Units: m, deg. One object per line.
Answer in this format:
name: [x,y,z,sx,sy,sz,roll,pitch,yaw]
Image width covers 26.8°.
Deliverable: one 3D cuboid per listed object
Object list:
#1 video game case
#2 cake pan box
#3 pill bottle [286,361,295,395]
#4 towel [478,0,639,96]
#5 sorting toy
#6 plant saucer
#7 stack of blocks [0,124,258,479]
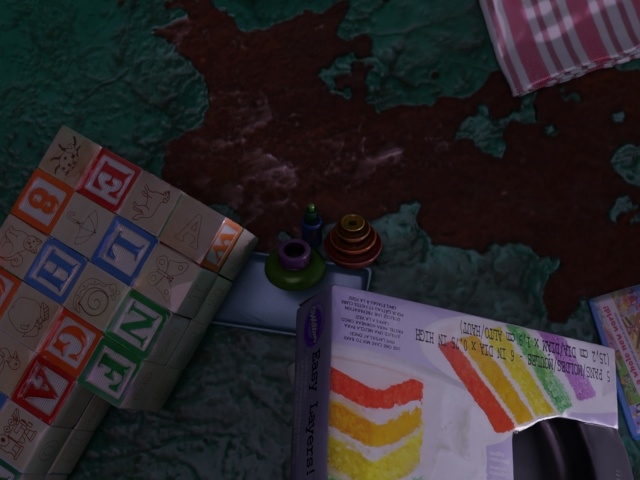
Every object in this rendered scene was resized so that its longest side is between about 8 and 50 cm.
video game case: [0.312,0.081,1.076,0.166,0.015,0.119,-17,78,5]
cake pan box: [0.105,0.177,0.976,0.267,0.070,0.246,15,64,-22]
pill bottle: [0.041,0.170,1.052,0.108,0.108,0.180,-22,77,4]
towel: [0.232,-0.218,1.136,0.197,0.029,0.144,-19,77,5]
sorting toy: [0.000,0.000,1.110,0.102,0.042,0.061,-17,46,-14]
plant saucer: [-0.054,0.044,1.136,0.192,0.018,0.067,8,80,9]
stack of blocks: [-0.204,0.079,1.102,0.171,0.087,0.297,30,88,18]
